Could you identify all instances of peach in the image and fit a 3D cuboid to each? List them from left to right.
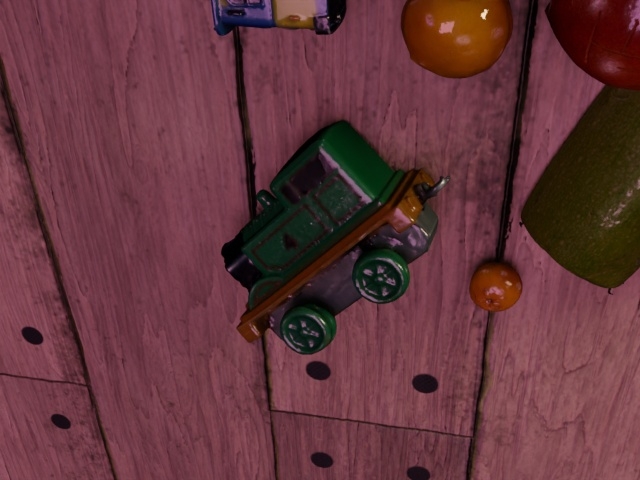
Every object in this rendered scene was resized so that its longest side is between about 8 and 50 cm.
[{"bbox_3d":[0.168,-0.265,0.819,0.138,0.138,0.138,6,123,10],"label":"peach"},{"bbox_3d":[0.352,-0.262,0.754,0.197,0.197,0.197,6,123,10],"label":"peach"}]

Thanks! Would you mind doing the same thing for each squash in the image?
[{"bbox_3d":[0.421,-0.074,0.898,0.203,0.111,0.288,27,122,-6],"label":"squash"}]

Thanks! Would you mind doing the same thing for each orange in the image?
[{"bbox_3d":[0.273,0.073,1.048,0.083,0.070,0.083,9,126,12],"label":"orange"}]

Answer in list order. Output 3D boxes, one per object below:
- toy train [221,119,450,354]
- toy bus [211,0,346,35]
[{"bbox_3d":[0.000,0.000,1.013,0.429,0.178,0.249,-38,97,30],"label":"toy train"},{"bbox_3d":[-0.053,-0.397,0.789,0.175,0.138,0.287,3,122,11],"label":"toy bus"}]
